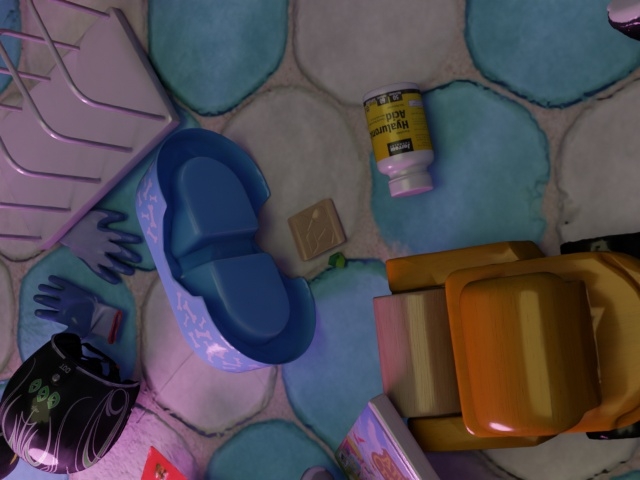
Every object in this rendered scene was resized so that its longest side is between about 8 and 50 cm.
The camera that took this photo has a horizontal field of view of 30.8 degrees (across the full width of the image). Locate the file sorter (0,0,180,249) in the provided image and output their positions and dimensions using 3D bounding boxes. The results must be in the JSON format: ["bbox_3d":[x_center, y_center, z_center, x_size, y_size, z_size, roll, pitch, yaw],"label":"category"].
[{"bbox_3d":[-0.358,-0.149,1.464,0.277,0.173,0.193,-40,67,24],"label":"file sorter"}]

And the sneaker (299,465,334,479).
[{"bbox_3d":[0.017,0.396,1.317,0.115,0.105,0.281,-3,89,4],"label":"sneaker"}]

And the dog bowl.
[{"bbox_3d":[-0.116,0.018,1.343,0.074,0.166,0.297,-34,73,39],"label":"dog bowl"}]

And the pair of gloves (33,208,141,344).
[{"bbox_3d":[-0.311,0.050,1.540,0.159,0.023,0.198,18,100,32],"label":"pair of gloves"}]

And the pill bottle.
[{"bbox_3d":[0.088,-0.108,1.264,0.065,0.065,0.116,-16,83,31],"label":"pill bottle"}]

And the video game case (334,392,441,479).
[{"bbox_3d":[0.094,0.284,1.224,0.212,0.023,0.193,57,156,18],"label":"video game case"}]

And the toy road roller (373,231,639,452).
[{"bbox_3d":[0.175,0.101,1.110,0.329,0.240,0.203,-9,86,31],"label":"toy road roller"}]

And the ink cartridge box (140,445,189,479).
[{"bbox_3d":[-0.165,0.394,1.413,0.232,0.066,0.189,33,122,22],"label":"ink cartridge box"}]

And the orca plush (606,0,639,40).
[{"bbox_3d":[0.409,-0.271,1.073,0.287,0.102,0.151,-46,23,13],"label":"orca plush"}]

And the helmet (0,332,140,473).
[{"bbox_3d":[-0.325,0.216,1.473,0.169,0.169,0.162,35,97,26],"label":"helmet"}]

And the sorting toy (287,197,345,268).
[{"bbox_3d":[0.000,0.000,1.351,0.062,0.012,0.083,-26,74,24],"label":"sorting toy"}]

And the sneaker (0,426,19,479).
[{"bbox_3d":[-0.489,0.282,1.591,0.300,0.111,0.121,14,112,53],"label":"sneaker"}]
